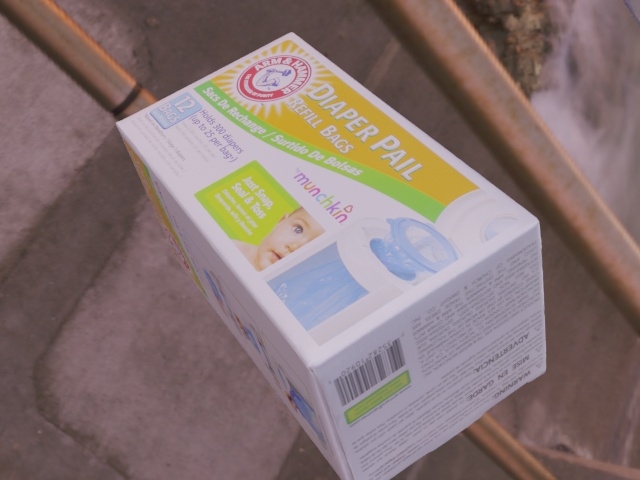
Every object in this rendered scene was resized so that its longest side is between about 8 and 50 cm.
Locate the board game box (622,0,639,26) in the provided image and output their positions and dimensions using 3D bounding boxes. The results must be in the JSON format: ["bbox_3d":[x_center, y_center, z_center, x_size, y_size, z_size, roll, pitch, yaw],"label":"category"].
[{"bbox_3d":[0.198,-0.199,0.406,0.066,0.318,0.318,-37,98,-1],"label":"board game box"}]

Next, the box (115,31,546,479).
[{"bbox_3d":[0.000,0.000,0.437,0.114,0.203,0.103,-31,136,-15],"label":"box"}]
